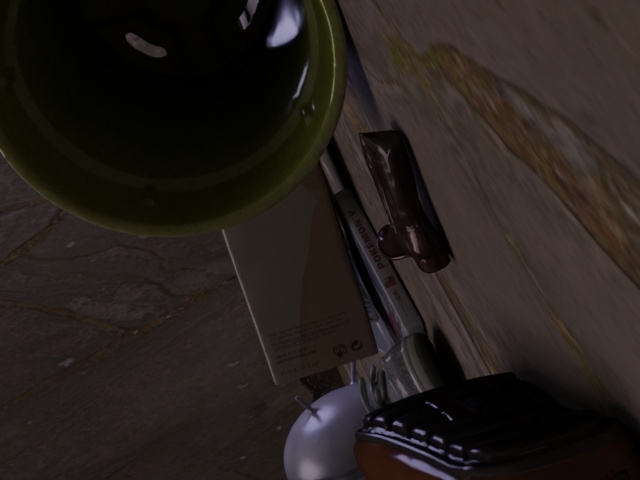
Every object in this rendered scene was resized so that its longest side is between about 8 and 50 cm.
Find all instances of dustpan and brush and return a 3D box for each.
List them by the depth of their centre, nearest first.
[{"bbox_3d":[0.022,0.053,1.812,0.147,0.060,0.211,71,173,-56],"label":"dustpan and brush"}]

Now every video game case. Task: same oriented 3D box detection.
[{"bbox_3d":[0.073,0.065,1.472,0.201,0.023,0.183,72,172,-59],"label":"video game case"}]

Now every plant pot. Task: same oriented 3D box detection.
[{"bbox_3d":[-0.123,-0.178,1.108,0.254,0.276,0.276,-97,-15,-65],"label":"plant pot"}]

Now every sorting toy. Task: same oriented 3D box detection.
[{"bbox_3d":[0.028,-0.006,1.721,0.083,0.012,0.062,70,174,-47],"label":"sorting toy"}]

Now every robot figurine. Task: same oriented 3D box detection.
[{"bbox_3d":[0.078,0.339,1.785,0.300,0.200,0.353,-30,-84,-59],"label":"robot figurine"}]

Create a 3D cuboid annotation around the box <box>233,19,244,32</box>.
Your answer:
[{"bbox_3d":[-0.088,-0.159,1.767,0.270,0.060,0.216,68,-179,-62],"label":"box"}]

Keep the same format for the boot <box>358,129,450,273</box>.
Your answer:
[{"bbox_3d":[0.051,-0.038,1.013,0.114,0.037,0.106,63,164,-20],"label":"boot"}]

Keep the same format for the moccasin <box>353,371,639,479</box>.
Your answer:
[{"bbox_3d":[0.113,0.164,0.839,0.380,0.139,0.147,172,81,-76],"label":"moccasin"}]

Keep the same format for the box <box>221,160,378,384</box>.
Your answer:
[{"bbox_3d":[-0.043,-0.020,1.472,0.148,0.121,0.311,-103,-4,-71],"label":"box"}]

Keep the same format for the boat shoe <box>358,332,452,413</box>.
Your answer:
[{"bbox_3d":[0.094,0.190,1.366,0.320,0.103,0.118,73,171,-66],"label":"boat shoe"}]
